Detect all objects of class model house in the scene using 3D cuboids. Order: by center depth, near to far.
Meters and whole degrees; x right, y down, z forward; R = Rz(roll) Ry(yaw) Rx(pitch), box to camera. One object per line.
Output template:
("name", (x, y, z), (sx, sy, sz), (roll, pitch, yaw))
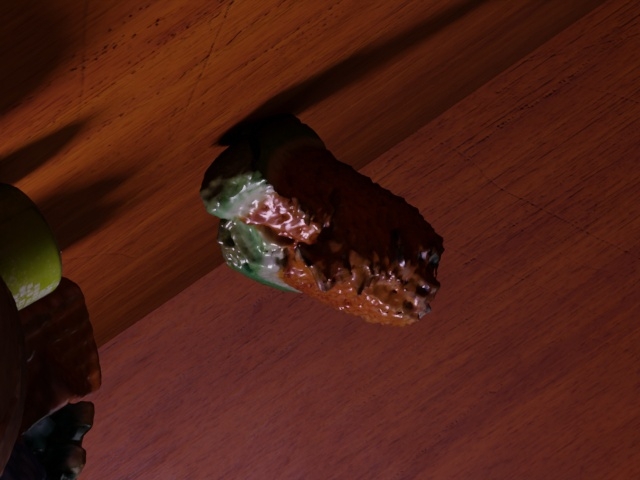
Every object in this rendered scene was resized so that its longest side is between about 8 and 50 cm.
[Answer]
("model house", (-0.303, 0.143, 1.203), (0.295, 0.251, 0.329), (-31, 170, -46))

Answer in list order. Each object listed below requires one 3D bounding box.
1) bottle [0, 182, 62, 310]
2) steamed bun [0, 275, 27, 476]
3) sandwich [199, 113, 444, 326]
("bottle", (-0.330, 0.067, 0.912), (0.330, 0.093, 0.093), (-33, 177, -37))
("steamed bun", (-0.275, 0.117, 0.713), (0.301, 0.199, 0.251), (-39, 156, -19))
("sandwich", (0.000, 0.000, 1.533), (0.162, 0.301, 0.250), (-51, -174, 22))
